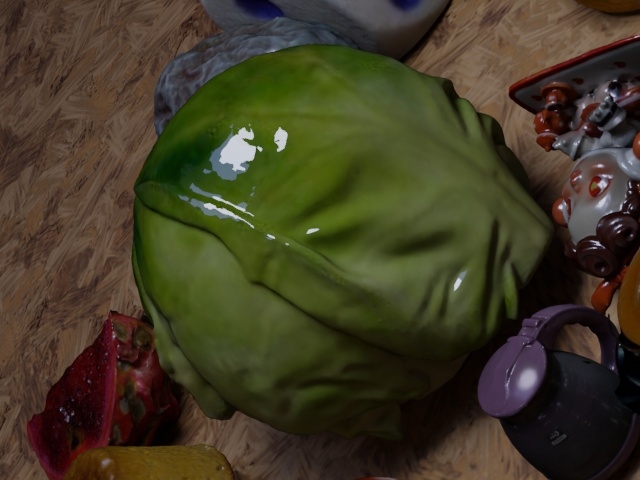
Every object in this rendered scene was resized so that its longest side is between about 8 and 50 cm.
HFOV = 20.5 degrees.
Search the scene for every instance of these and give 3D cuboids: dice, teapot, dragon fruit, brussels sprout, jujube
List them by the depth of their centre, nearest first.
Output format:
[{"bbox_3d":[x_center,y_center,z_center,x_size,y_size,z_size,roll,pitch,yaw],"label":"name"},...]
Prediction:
[{"bbox_3d":[0.219,0.137,1.592,0.148,0.146,0.116,-50,33,8],"label":"teapot"},{"bbox_3d":[-0.014,-0.005,1.809,0.425,0.361,0.342,-42,24,28],"label":"brussels sprout"},{"bbox_3d":[-0.242,0.236,2.138,0.262,0.134,0.211,-46,43,43],"label":"dragon fruit"},{"bbox_3d":[-0.068,-0.152,2.151,0.317,0.226,0.226,-3,60,50],"label":"jujube"},{"bbox_3d":[0.014,-0.368,2.206,0.243,0.251,0.259,-4,59,53],"label":"dice"}]

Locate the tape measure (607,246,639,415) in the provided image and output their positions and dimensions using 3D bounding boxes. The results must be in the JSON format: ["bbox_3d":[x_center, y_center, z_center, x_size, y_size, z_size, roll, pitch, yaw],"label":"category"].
[{"bbox_3d":[0.352,0.057,1.511,0.202,0.135,0.223,-18,46,57],"label":"tape measure"}]

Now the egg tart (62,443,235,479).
[{"bbox_3d":[-0.194,0.320,1.948,0.215,0.171,0.215,-29,53,49],"label":"egg tart"}]

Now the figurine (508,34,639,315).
[{"bbox_3d":[0.284,-0.044,1.684,0.183,0.160,0.226,-20,55,44],"label":"figurine"}]

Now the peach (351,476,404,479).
[{"bbox_3d":[0.054,0.309,1.637,0.197,0.197,0.197,-33,39,32],"label":"peach"}]

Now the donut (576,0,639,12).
[{"bbox_3d":[0.352,-0.378,1.910,0.303,0.110,0.303,-35,38,33],"label":"donut"}]
